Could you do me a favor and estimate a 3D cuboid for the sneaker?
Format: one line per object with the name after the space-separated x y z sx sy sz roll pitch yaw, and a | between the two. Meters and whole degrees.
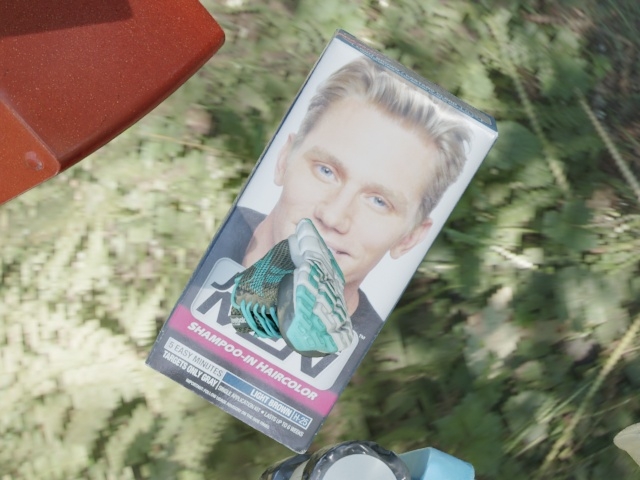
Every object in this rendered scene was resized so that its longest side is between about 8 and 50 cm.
-0.024 0.045 1.169 0.076 0.166 0.065 -30 104 8 | sneaker

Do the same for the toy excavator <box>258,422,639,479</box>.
0.161 0.321 1.778 0.445 0.222 0.433 25 73 -10 | toy excavator

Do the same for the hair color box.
0.000 0.000 1.629 0.174 0.105 0.347 30 101 -3 | hair color box

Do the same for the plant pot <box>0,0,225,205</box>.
-0.297 -0.167 1.616 0.267 0.236 0.267 -24 116 38 | plant pot
